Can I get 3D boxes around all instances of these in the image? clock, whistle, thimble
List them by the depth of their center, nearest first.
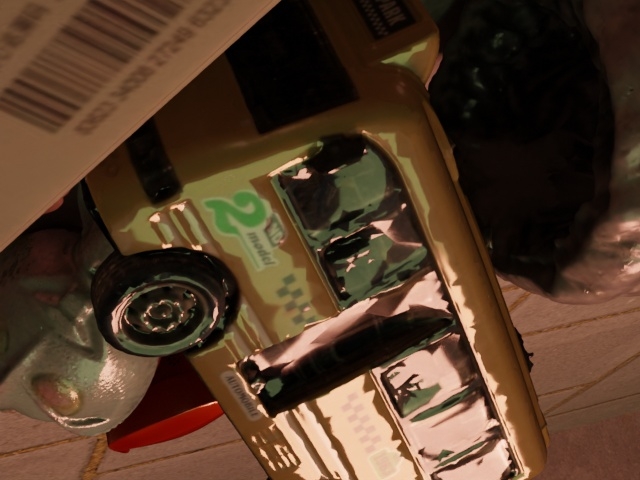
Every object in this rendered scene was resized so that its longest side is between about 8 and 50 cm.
[{"bbox_3d":[0.179,-0.074,0.732,0.157,0.217,0.245,-7,177,-20],"label":"thimble"},{"bbox_3d":[-0.143,0.022,0.840,0.346,0.142,0.134,-45,159,31],"label":"whistle"},{"bbox_3d":[-0.130,0.079,0.962,0.113,0.155,0.061,-24,151,15],"label":"clock"}]

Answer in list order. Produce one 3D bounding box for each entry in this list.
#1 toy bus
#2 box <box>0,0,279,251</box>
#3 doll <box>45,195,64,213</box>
[{"bbox_3d":[-0.001,0.019,0.689,0.202,0.177,0.365,-25,135,2],"label":"toy bus"},{"bbox_3d":[-0.117,-0.088,0.430,0.065,0.200,0.343,27,138,-31],"label":"box"},{"bbox_3d":[-0.244,-0.013,0.679,0.211,0.093,0.262,-28,172,28],"label":"doll"}]
